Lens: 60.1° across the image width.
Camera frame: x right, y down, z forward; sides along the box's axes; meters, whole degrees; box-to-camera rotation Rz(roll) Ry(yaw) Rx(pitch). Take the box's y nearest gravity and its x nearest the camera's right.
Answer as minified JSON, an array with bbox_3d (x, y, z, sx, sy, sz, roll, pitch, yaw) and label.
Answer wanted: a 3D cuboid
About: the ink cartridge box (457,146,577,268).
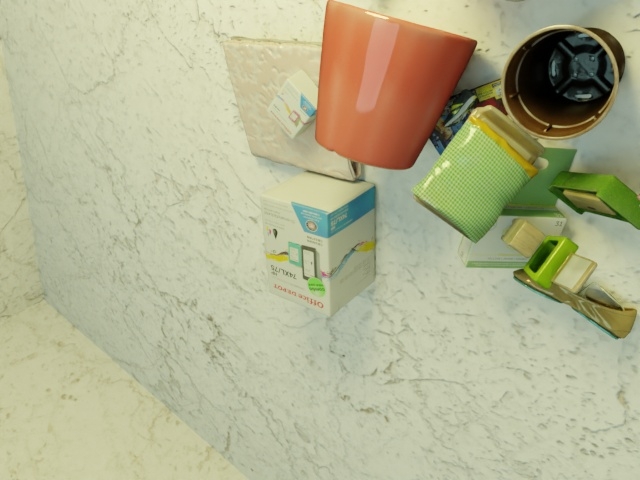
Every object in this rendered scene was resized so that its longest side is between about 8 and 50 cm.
[{"bbox_3d":[0.367,-0.055,1.021,0.171,0.056,0.235,2,126,-9],"label":"ink cartridge box"}]

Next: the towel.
[{"bbox_3d":[-0.067,-0.305,1.275,0.332,0.053,0.317,19,137,35],"label":"towel"}]

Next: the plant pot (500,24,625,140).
[{"bbox_3d":[0.394,-0.261,0.871,0.167,0.165,0.167,20,126,30],"label":"plant pot"}]

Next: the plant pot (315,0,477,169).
[{"bbox_3d":[0.111,-0.273,0.995,0.275,0.275,0.243,28,115,26],"label":"plant pot"}]

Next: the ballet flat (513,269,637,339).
[{"bbox_3d":[0.492,0.100,1.070,0.232,0.080,0.073,32,107,17],"label":"ballet flat"}]

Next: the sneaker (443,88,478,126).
[{"bbox_3d":[0.253,-0.242,1.015,0.083,0.031,0.035,-46,68,41],"label":"sneaker"}]

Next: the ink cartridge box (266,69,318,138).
[{"bbox_3d":[-0.051,-0.288,1.184,0.088,0.052,0.122,48,147,-2],"label":"ink cartridge box"}]

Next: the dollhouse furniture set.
[{"bbox_3d":[0.337,-0.063,0.909,0.301,0.151,0.197,33,95,-14],"label":"dollhouse furniture set"}]

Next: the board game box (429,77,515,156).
[{"bbox_3d":[0.303,-0.191,1.062,0.194,0.060,0.194,-12,106,43],"label":"board game box"}]

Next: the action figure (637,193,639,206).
[{"bbox_3d":[0.573,-0.155,0.698,0.275,0.248,0.370,40,147,31],"label":"action figure"}]

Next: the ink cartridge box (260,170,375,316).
[{"bbox_3d":[0.000,0.000,1.326,0.198,0.197,0.270,17,124,33],"label":"ink cartridge box"}]
